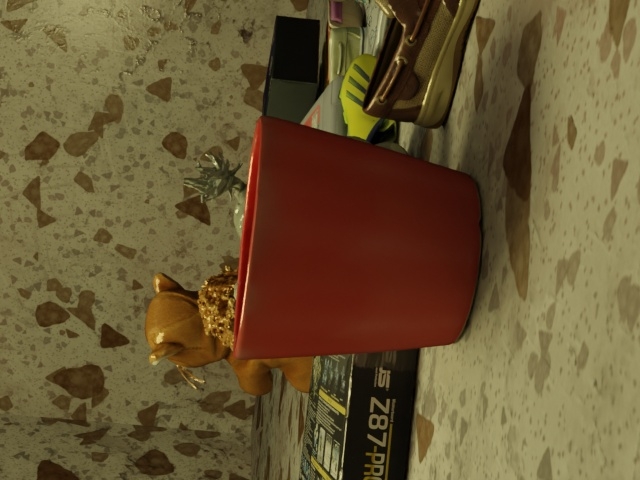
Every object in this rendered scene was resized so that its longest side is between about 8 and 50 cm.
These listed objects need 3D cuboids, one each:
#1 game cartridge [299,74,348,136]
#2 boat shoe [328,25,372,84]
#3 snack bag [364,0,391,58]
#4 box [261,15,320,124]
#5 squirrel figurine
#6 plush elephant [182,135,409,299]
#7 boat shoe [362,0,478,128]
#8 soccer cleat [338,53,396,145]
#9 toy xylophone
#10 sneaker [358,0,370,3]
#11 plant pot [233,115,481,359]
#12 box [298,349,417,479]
[{"bbox_3d":[-0.006,-0.138,1.916,0.294,0.060,0.196,132,141,-57],"label":"game cartridge"},{"bbox_3d":[0.044,-0.251,2.009,0.109,0.094,0.302,-110,26,-75],"label":"boat shoe"},{"bbox_3d":[0.120,-0.516,1.848,0.323,0.037,0.342,-91,10,-49],"label":"snack bag"},{"bbox_3d":[-0.067,-0.321,2.304,0.261,0.103,0.184,105,166,-55],"label":"box"},{"bbox_3d":[-0.131,0.133,1.962,0.397,0.371,0.281,108,166,-61],"label":"squirrel figurine"},{"bbox_3d":[0.000,0.000,1.448,0.271,0.330,0.255,-61,37,18],"label":"plush elephant"},{"bbox_3d":[0.117,-0.296,1.290,0.123,0.123,0.342,-93,11,-55],"label":"boat shoe"},{"bbox_3d":[0.088,-0.188,1.730,0.121,0.093,0.289,-28,45,45],"label":"soccer cleat"},{"bbox_3d":[0.034,-0.343,2.238,0.236,0.081,0.322,-93,11,-50],"label":"toy xylophone"},{"bbox_3d":[0.053,-0.448,1.891,0.162,0.073,0.063,-137,53,-83],"label":"sneaker"},{"bbox_3d":[0.036,0.008,1.192,0.275,0.243,0.274,-175,90,-83],"label":"plant pot"},{"bbox_3d":[0.043,0.264,1.544,0.395,0.097,0.318,165,110,-82],"label":"box"}]
